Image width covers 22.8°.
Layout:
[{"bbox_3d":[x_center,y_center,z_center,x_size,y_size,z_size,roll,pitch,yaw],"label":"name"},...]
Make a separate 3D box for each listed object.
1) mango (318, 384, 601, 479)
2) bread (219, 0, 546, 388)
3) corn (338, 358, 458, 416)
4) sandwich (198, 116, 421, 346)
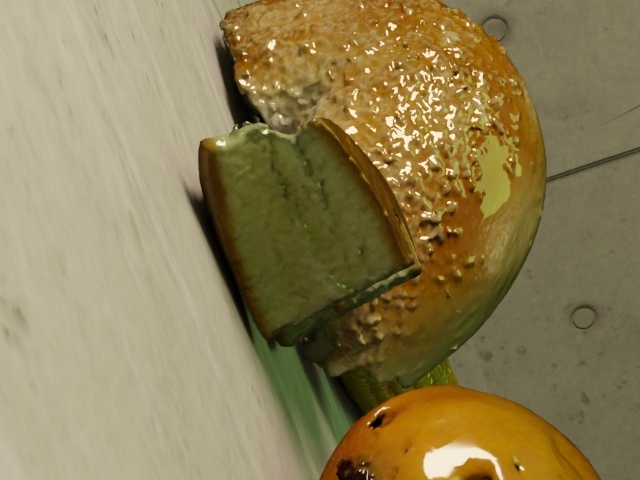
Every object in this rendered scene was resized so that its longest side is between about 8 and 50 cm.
[{"bbox_3d":[0.084,0.169,0.786,0.156,0.151,0.249,29,-24,42],"label":"mango"},{"bbox_3d":[0.052,-0.063,1.058,0.171,0.192,0.314,68,6,-53],"label":"bread"},{"bbox_3d":[0.058,0.099,1.198,0.248,0.081,0.081,58,14,-66],"label":"corn"},{"bbox_3d":[0.000,0.000,0.836,0.244,0.090,0.088,47,22,-79],"label":"sandwich"}]
